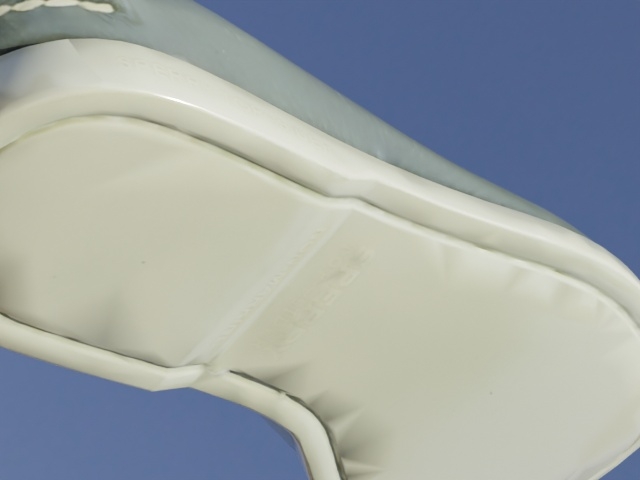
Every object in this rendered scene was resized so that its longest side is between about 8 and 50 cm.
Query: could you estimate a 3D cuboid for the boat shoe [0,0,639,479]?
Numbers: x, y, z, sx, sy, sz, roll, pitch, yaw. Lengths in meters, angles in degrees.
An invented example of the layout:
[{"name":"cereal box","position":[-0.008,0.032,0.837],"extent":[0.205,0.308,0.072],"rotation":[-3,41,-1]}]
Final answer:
[{"name":"boat shoe","position":[0.000,0.000,0.551],"extent":[0.116,0.319,0.099],"rotation":[-42,-129,17]}]
